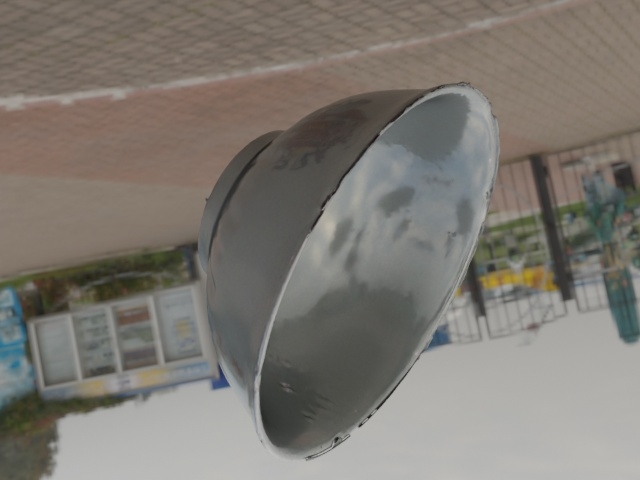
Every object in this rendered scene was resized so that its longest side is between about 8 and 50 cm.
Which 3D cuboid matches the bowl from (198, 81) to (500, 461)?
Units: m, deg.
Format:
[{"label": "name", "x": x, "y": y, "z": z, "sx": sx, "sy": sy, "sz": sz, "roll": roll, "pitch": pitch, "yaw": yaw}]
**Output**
[{"label": "bowl", "x": 0.000, "y": 0.000, "z": 0.451, "sx": 0.086, "sy": 0.189, "sz": 0.189, "roll": 28, "pitch": -165, "yaw": 25}]
